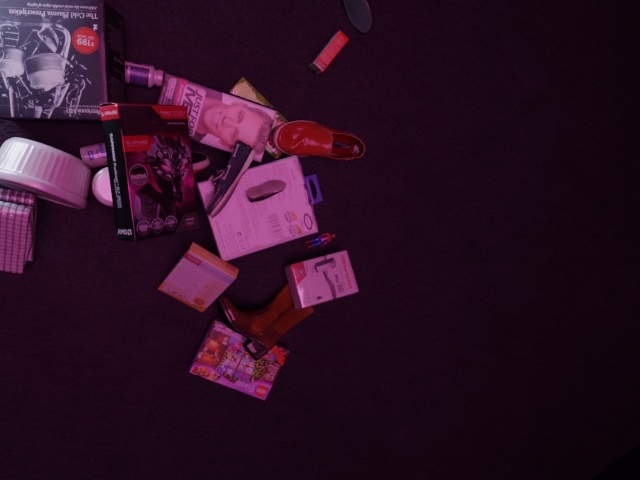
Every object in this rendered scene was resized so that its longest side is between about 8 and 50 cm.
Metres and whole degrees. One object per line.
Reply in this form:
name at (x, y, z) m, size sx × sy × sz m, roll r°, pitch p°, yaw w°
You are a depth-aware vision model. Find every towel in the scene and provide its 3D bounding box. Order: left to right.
towel at (-0.938, -0.038, 1.476) m, size 0.235 × 0.121 × 0.283 m, roll 9°, pitch 136°, yaw -24°

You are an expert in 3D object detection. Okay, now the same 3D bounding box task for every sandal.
sandal at (0.112, -0.818, 1.721) m, size 0.054 × 0.097 × 0.254 m, roll -41°, pitch 110°, yaw -34°

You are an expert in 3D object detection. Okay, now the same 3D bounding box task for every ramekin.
ramekin at (-0.787, -0.192, 1.481) m, size 0.273 × 0.273 × 0.127 m, roll 19°, pitch 80°, yaw -18°

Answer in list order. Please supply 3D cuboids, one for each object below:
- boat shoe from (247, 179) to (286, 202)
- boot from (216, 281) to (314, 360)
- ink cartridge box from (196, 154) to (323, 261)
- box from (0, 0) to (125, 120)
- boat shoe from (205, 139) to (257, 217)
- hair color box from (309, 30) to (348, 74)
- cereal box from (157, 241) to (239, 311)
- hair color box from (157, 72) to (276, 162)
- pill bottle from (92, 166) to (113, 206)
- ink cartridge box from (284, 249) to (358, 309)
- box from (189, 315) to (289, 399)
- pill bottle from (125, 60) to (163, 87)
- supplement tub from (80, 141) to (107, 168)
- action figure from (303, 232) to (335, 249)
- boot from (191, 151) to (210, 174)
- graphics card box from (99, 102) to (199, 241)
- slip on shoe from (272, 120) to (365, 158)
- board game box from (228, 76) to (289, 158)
boat shoe at (-0.166, -0.151, 1.620) m, size 0.125 × 0.038 × 0.046 m, roll -23°, pitch 62°, yaw -16°
boot at (-0.185, 0.226, 1.778) m, size 0.280 × 0.096 × 0.264 m, roll -41°, pitch 100°, yaw -23°
ink cartridge box at (-0.178, -0.118, 1.716) m, size 0.396 × 0.151 × 0.269 m, roll -18°, pitch 102°, yaw -11°
box at (-0.739, -0.489, 1.449) m, size 0.344 × 0.179 × 0.312 m, roll 0°, pitch 100°, yaw -3°
boat shoe at (-0.281, -0.186, 1.553) m, size 0.079 × 0.095 × 0.254 m, roll 31°, pitch 78°, yaw -9°
hair color box at (0.027, -0.624, 1.734) m, size 0.043 × 0.072 × 0.141 m, roll 39°, pitch 88°, yaw -18°
cereal box at (-0.395, 0.124, 1.677) m, size 0.173 × 0.047 × 0.240 m, roll 34°, pitch 129°, yaw -18°
hair color box at (-0.328, -0.385, 1.629) m, size 0.348 × 0.105 × 0.173 m, roll 16°, pitch 104°, yaw -14°
pill bottle at (-0.611, -0.163, 1.552) m, size 0.118 × 0.215 × 0.117 m, roll -3°, pitch 99°, yaw -16°
ink cartridge box at (0.004, 0.136, 1.813) m, size 0.218 × 0.092 × 0.158 m, roll -14°, pitch 85°, yaw -21°
box at (-0.282, 0.414, 1.823) m, size 0.294 × 0.057 × 0.200 m, roll 26°, pitch 91°, yaw -18°
pill bottle at (-0.545, -0.506, 1.593) m, size 0.120 × 0.067 × 0.066 m, roll 6°, pitch 97°, yaw -16°
supplement tub at (-0.671, -0.263, 1.595) m, size 0.107 × 0.071 × 0.070 m, roll -16°, pitch 103°, yaw -14°
action figure at (0.000, 0.000, 1.853) m, size 0.115 × 0.030 × 0.038 m, roll -21°, pitch 99°, yaw -14°
boot at (-0.465, -0.178, 1.671) m, size 0.244 × 0.088 × 0.176 m, roll -27°, pitch 139°, yaw -32°
graphics card box at (-0.475, -0.196, 1.470) m, size 0.233 × 0.094 × 0.370 m, roll -16°, pitch 107°, yaw -53°
slip on shoe at (0.003, -0.330, 1.741) m, size 0.332 × 0.101 × 0.122 m, roll 5°, pitch 101°, yaw -24°
board game box at (-0.203, -0.401, 1.725) m, size 0.259 × 0.039 × 0.124 m, roll 42°, pitch 87°, yaw -15°
